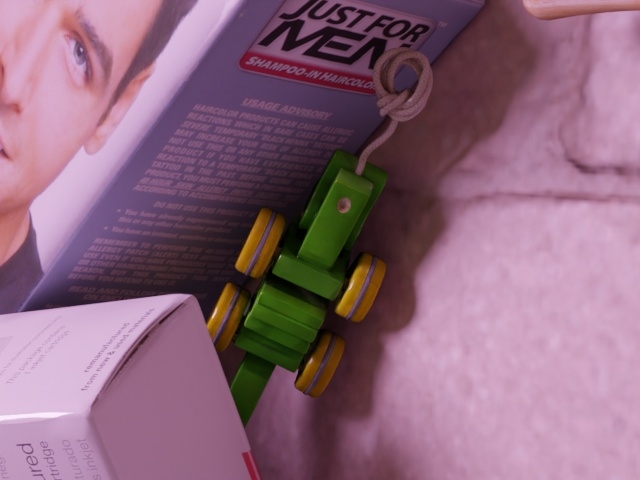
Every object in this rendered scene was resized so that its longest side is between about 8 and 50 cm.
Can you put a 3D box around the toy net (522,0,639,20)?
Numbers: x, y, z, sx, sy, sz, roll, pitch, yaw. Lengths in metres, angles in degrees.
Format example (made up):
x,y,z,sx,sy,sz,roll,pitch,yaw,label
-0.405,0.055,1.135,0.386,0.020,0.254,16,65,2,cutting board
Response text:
x,y,z,sx,sy,sz,roll,pitch,yaw,label
0.116,-0.115,0.458,0.122,0.045,0.232,-52,52,28,toy net

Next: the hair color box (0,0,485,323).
x,y,z,sx,sy,sz,roll,pitch,yaw,label
-0.110,-0.050,0.649,0.374,0.114,0.185,-48,53,33,hair color box

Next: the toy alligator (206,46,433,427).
x,y,z,sx,sy,sz,roll,pitch,yaw,label
0.000,0.000,0.570,0.051,0.056,0.189,-76,12,-68,toy alligator

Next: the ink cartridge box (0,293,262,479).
x,y,z,sx,sy,sz,roll,pitch,yaw,label
-0.139,0.118,0.576,0.218,0.092,0.158,-7,114,26,ink cartridge box
